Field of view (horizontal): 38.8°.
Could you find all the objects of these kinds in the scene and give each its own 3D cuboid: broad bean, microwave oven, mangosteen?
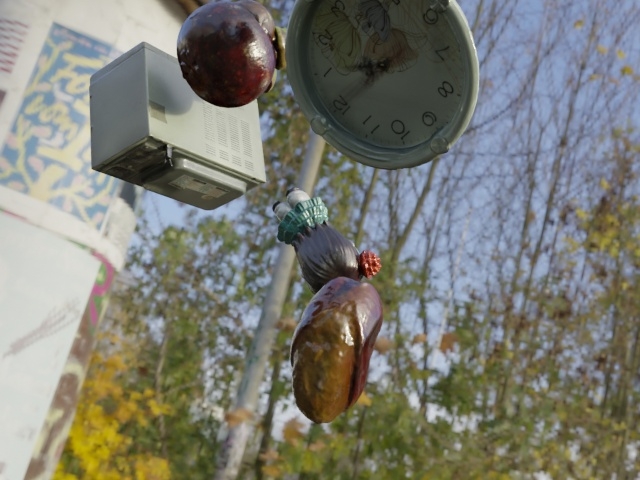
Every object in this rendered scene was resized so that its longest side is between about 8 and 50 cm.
[{"bbox_3d":[0.021,0.168,1.404,0.122,0.229,0.156,18,-3,19],"label":"broad bean"},{"bbox_3d":[-0.219,-0.159,1.393,0.145,0.194,0.240,-20,-25,34],"label":"microwave oven"},{"bbox_3d":[-0.117,-0.275,1.277,0.145,0.181,0.156,38,-28,0],"label":"mangosteen"}]

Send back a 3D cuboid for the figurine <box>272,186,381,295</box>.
[{"bbox_3d":[0.000,0.000,1.716,0.110,0.138,0.246,30,21,-56],"label":"figurine"}]

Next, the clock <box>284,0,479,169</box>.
[{"bbox_3d":[0.070,-0.193,0.987,0.236,0.053,0.237,18,-55,27],"label":"clock"}]
